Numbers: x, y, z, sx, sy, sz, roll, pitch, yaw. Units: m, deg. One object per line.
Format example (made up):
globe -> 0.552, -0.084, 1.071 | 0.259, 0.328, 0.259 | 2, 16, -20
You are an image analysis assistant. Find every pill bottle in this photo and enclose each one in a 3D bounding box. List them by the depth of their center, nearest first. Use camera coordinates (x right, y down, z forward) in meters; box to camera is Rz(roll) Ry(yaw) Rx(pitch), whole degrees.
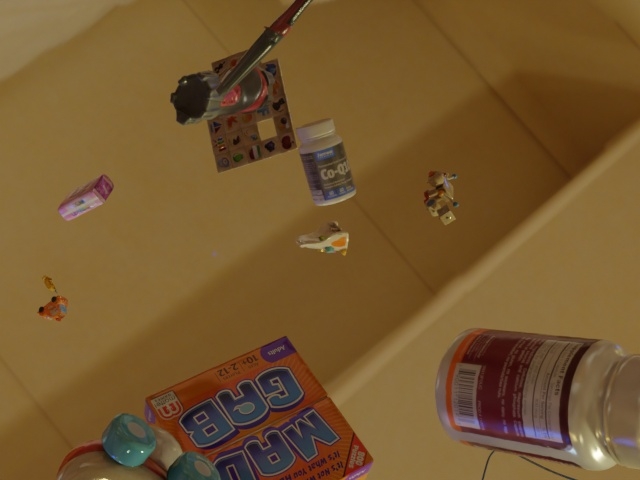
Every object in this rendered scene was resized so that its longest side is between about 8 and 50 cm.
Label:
pill bottle -> 0.008, -0.135, 1.766 | 0.078, 0.137, 0.078 | -16, -166, 4
pill bottle -> 0.418, 0.277, 1.808 | 0.392, 0.224, 0.224 | 2, -152, 43

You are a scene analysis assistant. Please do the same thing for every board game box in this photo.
board game box -> -0.157, 0.500, 2.276 | 0.356, 0.356, 0.356 | -22, 149, -28

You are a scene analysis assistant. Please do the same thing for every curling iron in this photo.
curling iron -> -0.076, -0.333, 1.594 | 0.274, 0.068, 0.035 | -50, -146, 20

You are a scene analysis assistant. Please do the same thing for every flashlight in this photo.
flashlight -> -0.175, -0.278, 1.900 | 0.103, 0.103, 0.304 | -19, -177, 18

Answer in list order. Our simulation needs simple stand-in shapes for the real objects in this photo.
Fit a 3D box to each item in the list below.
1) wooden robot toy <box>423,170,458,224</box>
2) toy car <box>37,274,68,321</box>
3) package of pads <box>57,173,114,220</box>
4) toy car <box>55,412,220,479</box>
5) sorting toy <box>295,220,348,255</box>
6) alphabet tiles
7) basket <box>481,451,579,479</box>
wooden robot toy -> 0.248, -0.112, 2.234 | 0.076, 0.079, 0.173 | -21, -141, 24
toy car -> -0.501, 0.116, 1.902 | 0.060, 0.040, 0.122 | -31, 154, -10
package of pads -> -0.357, -0.066, 1.573 | 0.083, 0.032, 0.050 | -24, -151, 30
toy car -> -0.280, 0.336, 1.527 | 0.219, 0.210, 0.238 | -51, -163, 15
sorting toy -> 0.000, 0.000, 1.657 | 0.075, 0.044, 0.083 | -4, -166, -10
alphabet tiles -> -0.158, -0.281, 2.184 | 0.198, 0.237, 0.009 | -15, 173, 25
basket -> 0.401, 0.571, 1.968 | 0.201, 0.255, 0.289 | 59, 52, -71
